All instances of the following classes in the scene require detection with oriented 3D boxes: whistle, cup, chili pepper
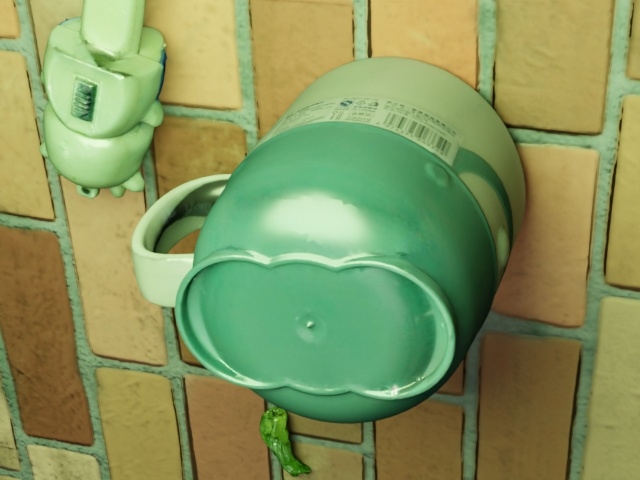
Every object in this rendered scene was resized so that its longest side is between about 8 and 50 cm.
[{"bbox_3d":[-0.178,-0.131,1.003,0.110,0.092,0.244,21,128,7],"label":"whistle"},{"bbox_3d":[0.000,0.000,0.929,0.289,0.258,0.219,3,118,18],"label":"cup"},{"bbox_3d":[-0.038,0.203,1.211,0.034,0.030,0.091,-20,119,2],"label":"chili pepper"}]
